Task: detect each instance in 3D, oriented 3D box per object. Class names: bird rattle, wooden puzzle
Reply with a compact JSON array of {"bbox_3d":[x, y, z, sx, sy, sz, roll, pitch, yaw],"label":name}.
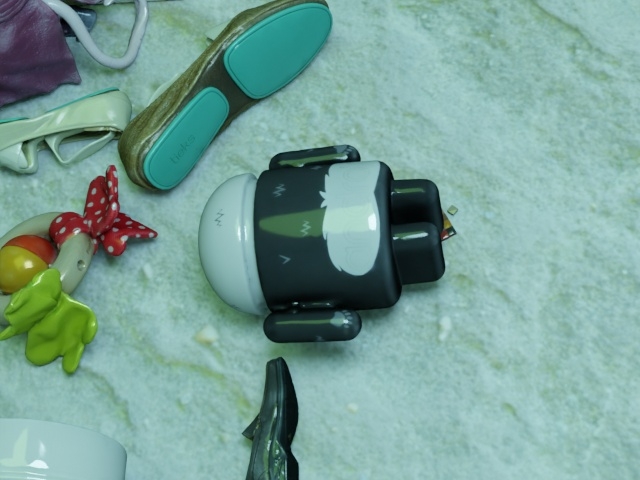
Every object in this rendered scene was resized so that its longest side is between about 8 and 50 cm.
[{"bbox_3d":[-0.335,0.022,1.428,0.207,0.143,0.253,0,59,30],"label":"bird rattle"},{"bbox_3d":[0.130,-0.016,1.411,0.083,0.006,0.049,-27,61,-2],"label":"wooden puzzle"}]

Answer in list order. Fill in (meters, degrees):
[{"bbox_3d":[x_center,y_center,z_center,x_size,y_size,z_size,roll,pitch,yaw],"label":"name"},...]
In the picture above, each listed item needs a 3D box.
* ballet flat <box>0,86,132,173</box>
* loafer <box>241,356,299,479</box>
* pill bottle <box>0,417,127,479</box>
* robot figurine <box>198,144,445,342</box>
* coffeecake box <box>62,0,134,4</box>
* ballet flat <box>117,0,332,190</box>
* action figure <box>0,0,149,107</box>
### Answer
[{"bbox_3d":[-0.364,-0.131,1.538,0.248,0.086,0.086,-16,61,2],"label":"ballet flat"},{"bbox_3d":[-0.060,0.211,1.306,0.061,0.062,0.170,-7,61,14],"label":"loafer"},{"bbox_3d":[-0.311,0.392,1.172,0.224,0.224,0.392,-2,63,11],"label":"pill bottle"},{"bbox_3d":[0.000,0.000,1.341,0.278,0.173,0.209,-5,20,9],"label":"robot figurine"},{"bbox_3d":[-0.281,-0.412,1.665,0.186,0.068,0.142,0,63,12],"label":"coffeecake box"},{"bbox_3d":[-0.136,-0.206,1.522,0.342,0.116,0.124,-48,45,-9],"label":"ballet flat"},{"bbox_3d":[-0.404,-0.306,1.466,0.276,0.370,0.248,3,67,9],"label":"action figure"}]
